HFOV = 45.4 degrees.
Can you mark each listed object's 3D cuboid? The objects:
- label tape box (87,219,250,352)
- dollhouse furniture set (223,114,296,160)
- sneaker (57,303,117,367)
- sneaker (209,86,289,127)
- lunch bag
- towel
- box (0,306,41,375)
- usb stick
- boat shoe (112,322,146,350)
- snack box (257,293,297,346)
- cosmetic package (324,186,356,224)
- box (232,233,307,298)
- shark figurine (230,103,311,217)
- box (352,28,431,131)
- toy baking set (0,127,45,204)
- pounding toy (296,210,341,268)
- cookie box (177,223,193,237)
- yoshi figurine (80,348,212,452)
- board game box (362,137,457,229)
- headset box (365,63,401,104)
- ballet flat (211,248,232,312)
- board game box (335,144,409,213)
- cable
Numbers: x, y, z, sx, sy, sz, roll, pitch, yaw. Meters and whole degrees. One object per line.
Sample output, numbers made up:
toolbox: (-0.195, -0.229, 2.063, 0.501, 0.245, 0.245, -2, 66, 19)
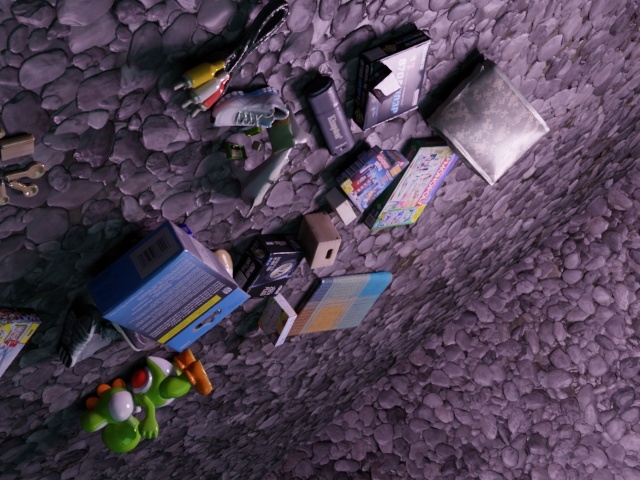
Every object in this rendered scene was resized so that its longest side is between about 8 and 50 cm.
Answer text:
label tape box: (-0.350, 0.118, 1.817, 0.241, 0.106, 0.333, -38, 150, 3)
dollhouse furniture set: (-0.134, -0.219, 1.669, 0.152, 0.076, 0.059, -17, 171, 29)
sneaker: (-0.545, 0.213, 1.853, 0.132, 0.086, 0.228, -16, 155, -45)
sneaker: (-0.141, -0.265, 1.591, 0.191, 0.083, 0.071, -25, 154, -38)
lunch bag: (0.445, -0.334, 2.109, 0.235, 0.169, 0.287, -45, 126, 6)
towel: (0.063, 0.210, 2.601, 0.370, 0.040, 0.271, -1, 133, -47)
box: (-0.745, 0.240, 1.679, 0.233, 0.044, 0.159, -49, 151, 18)
usb stick: (0.025, -0.289, 1.817, 0.077, 0.045, 0.278, -37, 152, -5)
boat shoe: (-0.474, 0.215, 1.933, 0.065, 0.075, 0.206, -31, 146, -9)
snack box: (-0.134, 0.242, 2.344, 0.037, 0.100, 0.141, -14, 142, -40)
cosmetic package: (0.056, -0.095, 2.123, 0.041, 0.060, 0.115, -39, 153, -2)
box: (-0.147, 0.073, 2.106, 0.147, 0.077, 0.180, -1, 134, -50)
shark figurine: (-0.142, -0.169, 1.749, 0.278, 0.116, 0.166, -51, -176, 36)
box: (0.168, -0.382, 1.843, 0.175, 0.051, 0.220, -26, 149, -21)
toy baking set: (-0.606, -0.095, 1.369, 0.256, 0.030, 0.196, -34, 152, -9)
pounding toy: (0.000, 0.000, 2.141, 0.100, 0.130, 0.141, -10, 142, -24)
cookie box: (-0.355, 0.020, 1.823, 0.092, 0.040, 0.107, -21, 146, -29)
yoshi figurine: (-0.489, 0.473, 2.174, 0.362, 0.203, 0.203, -26, 156, -17)
board game box: (0.278, -0.171, 2.289, 0.214, 0.046, 0.317, -9, 140, -42)
headset box: (0.147, -0.357, 1.766, 0.062, 0.032, 0.083, -40, 150, 4)
ballet flat: (-0.259, 0.113, 2.037, 0.080, 0.073, 0.232, -25, 148, -22)
board game box: (0.141, -0.189, 2.086, 0.194, 0.060, 0.194, -41, 152, 1)
cable: (-0.160, -0.346, 1.489, 0.287, 0.072, 0.139, -36, 157, -5)
